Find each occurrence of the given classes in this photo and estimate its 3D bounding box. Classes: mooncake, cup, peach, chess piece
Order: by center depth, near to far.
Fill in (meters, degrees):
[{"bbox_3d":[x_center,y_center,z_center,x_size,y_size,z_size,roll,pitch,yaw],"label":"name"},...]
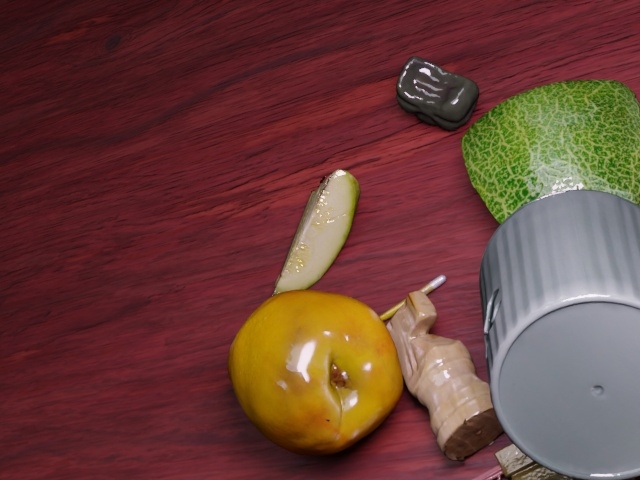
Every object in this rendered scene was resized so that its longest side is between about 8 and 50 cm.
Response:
[{"bbox_3d":[0.403,0.157,1.202,0.310,0.401,0.392,-35,8,22],"label":"cup"},{"bbox_3d":[0.202,0.224,1.472,0.137,0.137,0.301,-36,48,4],"label":"chess piece"},{"bbox_3d":[-0.016,0.224,1.494,0.289,0.289,0.308,-59,19,-14],"label":"peach"},{"bbox_3d":[0.240,-0.304,1.740,0.175,0.168,0.104,19,72,51],"label":"mooncake"}]

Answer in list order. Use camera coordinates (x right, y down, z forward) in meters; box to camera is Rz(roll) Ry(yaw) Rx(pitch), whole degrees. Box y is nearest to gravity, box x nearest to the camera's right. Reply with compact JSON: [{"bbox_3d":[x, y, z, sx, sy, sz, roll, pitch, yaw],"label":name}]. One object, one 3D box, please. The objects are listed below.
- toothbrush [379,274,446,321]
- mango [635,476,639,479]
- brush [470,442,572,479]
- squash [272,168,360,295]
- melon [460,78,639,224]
[{"bbox_3d":[0.120,0.150,1.617,0.288,0.021,0.024,-33,62,7],"label":"toothbrush"},{"bbox_3d":[0.528,0.381,1.189,0.254,0.139,0.175,-38,66,-8],"label":"mango"},{"bbox_3d":[0.291,0.398,1.360,0.233,0.047,0.103,-30,52,10],"label":"brush"},{"bbox_3d":[0.000,0.000,1.716,0.093,0.169,0.252,25,68,-10],"label":"squash"},{"bbox_3d":[0.439,-0.106,1.503,0.331,0.226,0.343,-11,41,2],"label":"melon"}]
